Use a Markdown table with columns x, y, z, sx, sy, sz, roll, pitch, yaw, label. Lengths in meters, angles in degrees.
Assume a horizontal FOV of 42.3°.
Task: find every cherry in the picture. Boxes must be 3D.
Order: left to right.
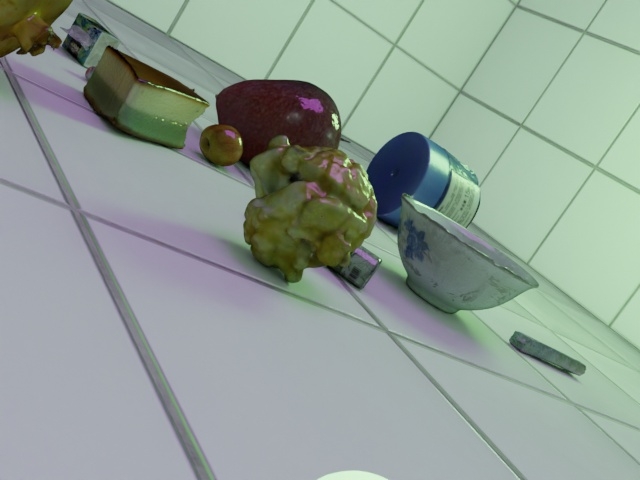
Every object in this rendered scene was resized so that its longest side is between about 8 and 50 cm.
| x | y | z | sx | sy | sz | roll | pitch | yaw | label |
| --- | --- | --- | --- | --- | --- | --- | --- | --- | --- |
| -0.083 | -0.239 | 1.764 | 0.307 | 0.221 | 0.261 | 18 | 5 | -9 | cherry |

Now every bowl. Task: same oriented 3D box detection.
| x | y | z | sx | sy | sz | roll | pitch | yaw | label |
| --- | --- | --- | --- | --- | --- | --- | --- | --- | --- |
| 0.249 | 0.052 | 1.597 | 0.313 | 0.146 | 0.313 | 33 | 10 | -7 | bowl |

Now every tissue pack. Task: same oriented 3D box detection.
| x | y | z | sx | sy | sz | roll | pitch | yaw | label |
| --- | --- | --- | --- | --- | --- | --- | --- | --- | --- |
| -0.487 | -0.414 | 1.719 | 0.079 | 0.085 | 0.111 | 17 | 20 | -51 | tissue pack |

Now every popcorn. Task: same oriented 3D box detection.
| x | y | z | sx | sy | sz | roll | pitch | yaw | label |
| --- | --- | --- | --- | --- | --- | --- | --- | --- | --- |
| -0.014 | -0.036 | 1.122 | 0.185 | 0.187 | 0.167 | 8 | -23 | 32 | popcorn |

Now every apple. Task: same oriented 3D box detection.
| x | y | z | sx | sy | sz | roll | pitch | yaw | label |
| --- | --- | --- | --- | --- | --- | --- | --- | --- | --- |
| -0.188 | -0.179 | 1.559 | 0.071 | 0.084 | 0.084 | -8 | 34 | -33 | apple |

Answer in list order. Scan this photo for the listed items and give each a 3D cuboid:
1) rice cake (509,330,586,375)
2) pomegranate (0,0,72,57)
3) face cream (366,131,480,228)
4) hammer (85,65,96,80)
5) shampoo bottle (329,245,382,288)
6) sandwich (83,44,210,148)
| x | y | z | sx | sy | sz | roll | pitch | yaw | label |
| --- | --- | --- | --- | --- | --- | --- | --- | --- | --- |
| 0.475 | 0.238 | 1.717 | 0.211 | 0.034 | 0.043 | 26 | 4 | -31 | rice cake |
| -0.470 | -0.386 | 1.125 | 0.319 | 0.319 | 0.319 | 32 | 11 | -7 | pomegranate |
| 0.271 | -0.133 | 2.213 | 0.225 | 0.249 | 0.249 | 30 | 11 | -34 | face cream |
| -0.431 | -0.316 | 1.608 | 0.052 | 0.031 | 0.083 | 32 | 0 | -21 | hammer |
| 0.000 | 0.000 | 1.353 | 0.204 | 0.065 | 0.065 | 34 | 11 | 8 | shampoo bottle |
| -0.285 | -0.231 | 1.419 | 0.186 | 0.108 | 0.220 | 24 | 12 | -35 | sandwich |
